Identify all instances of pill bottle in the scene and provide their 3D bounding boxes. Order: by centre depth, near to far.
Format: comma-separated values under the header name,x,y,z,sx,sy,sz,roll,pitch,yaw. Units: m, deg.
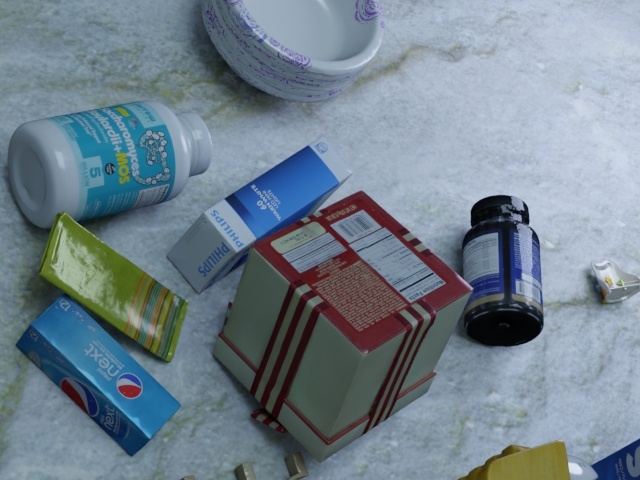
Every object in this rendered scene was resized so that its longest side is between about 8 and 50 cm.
name,x,y,z,sx,sy,sz,roll,pitch,yaw
pill bottle,-0.280,-0.111,1.911,0.264,0.146,0.146,-16,72,-37
pill bottle,0.282,0.044,2.176,0.122,0.123,0.219,18,54,-22

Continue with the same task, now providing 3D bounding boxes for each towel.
name,x,y,z,sx,sy,sz,roll,pitch,yaw
towel,-0.267,0.063,1.836,0.237,0.021,0.102,40,44,-35

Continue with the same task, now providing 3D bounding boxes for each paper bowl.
name,x,y,z,sx,sy,sz,roll,pitch,yaw
paper bowl,-0.053,-0.343,2.191,0.284,0.148,0.284,15,55,-23

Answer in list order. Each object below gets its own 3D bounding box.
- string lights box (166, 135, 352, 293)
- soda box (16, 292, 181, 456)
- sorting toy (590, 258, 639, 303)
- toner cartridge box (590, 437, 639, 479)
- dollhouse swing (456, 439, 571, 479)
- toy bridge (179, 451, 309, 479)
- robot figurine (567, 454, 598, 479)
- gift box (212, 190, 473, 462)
name,x,y,z,sx,sy,sz,roll,pitch,yaw
string lights box,-0.084,-0.038,1.995,0.077,0.133,0.259,51,49,4
soda box,-0.283,0.172,1.787,0.210,0.067,0.071,44,49,0
sorting toy,0.486,0.063,2.346,0.083,0.045,0.075,-6,58,-34
toner cartridge box,0.491,0.468,2.018,0.075,0.165,0.348,8,58,-27
dollhouse swing,0.069,0.393,1.569,0.305,0.347,0.315,12,56,-23
toy bridge,-0.093,0.324,1.838,0.188,0.026,0.063,-6,68,-34
robot figurine,0.351,0.435,1.951,0.173,0.209,0.278,-25,77,-17
gift box,0.018,0.106,1.898,0.255,0.258,0.276,-22,55,-37
